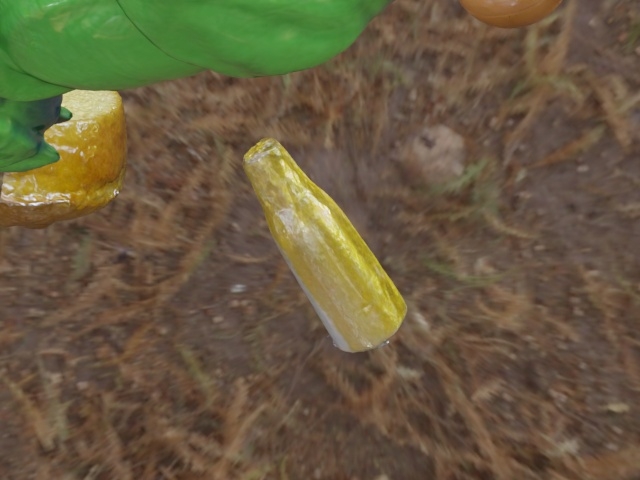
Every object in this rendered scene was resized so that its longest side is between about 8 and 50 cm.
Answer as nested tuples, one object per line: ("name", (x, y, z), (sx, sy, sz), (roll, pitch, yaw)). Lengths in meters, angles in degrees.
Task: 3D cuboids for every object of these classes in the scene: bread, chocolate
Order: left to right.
("bread", (-0.259, -0.094, 1.453), (0.134, 0.260, 0.129), (6, 112, -15))
("chocolate", (0.000, 0.000, 1.304), (0.086, 0.085, 0.219), (-31, 117, 0))

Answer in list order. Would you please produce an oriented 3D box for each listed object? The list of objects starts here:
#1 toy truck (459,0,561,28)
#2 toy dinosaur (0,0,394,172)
("toy truck", (0.240, -0.325, 1.467), (0.189, 0.265, 0.239), (18, 98, 40))
("toy dinosaur", (0.018, -0.094, 0.559), (0.500, 0.374, 0.143), (3, 71, -2))
